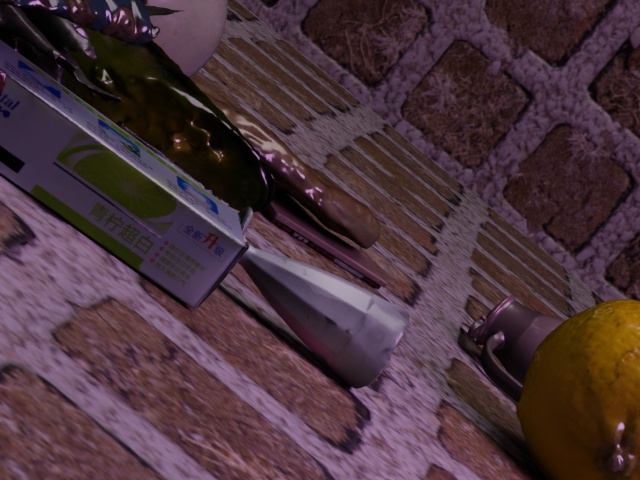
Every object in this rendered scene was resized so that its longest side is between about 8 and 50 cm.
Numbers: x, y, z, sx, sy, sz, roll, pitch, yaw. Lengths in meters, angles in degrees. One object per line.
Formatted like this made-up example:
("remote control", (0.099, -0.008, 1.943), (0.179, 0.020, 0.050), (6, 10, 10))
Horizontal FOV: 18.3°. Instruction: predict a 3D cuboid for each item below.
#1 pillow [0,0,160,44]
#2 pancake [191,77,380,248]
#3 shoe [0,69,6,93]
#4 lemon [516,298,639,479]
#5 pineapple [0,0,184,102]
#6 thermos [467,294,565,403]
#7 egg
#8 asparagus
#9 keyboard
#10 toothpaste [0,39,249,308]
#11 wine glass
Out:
("pillow", (-0.225, -0.217, 1.328), (0.255, 0.034, 0.189), (7, 42, -55))
("pancake", (-0.064, -0.093, 2.034), (0.294, 0.049, 0.294), (34, 3, -2))
("shoe", (-0.244, -0.093, 1.148), (0.125, 0.099, 0.227), (31, 7, -31))
("lemon", (0.273, 0.150, 1.782), (0.192, 0.192, 0.231), (39, 21, 1))
("pineapple", (-0.285, -0.222, 1.469), (0.364, 0.165, 0.165), (40, 8, -7))
("thermos", (0.242, 0.138, 2.068), (0.193, 0.105, 0.137), (38, 39, 18))
("egg", (-0.187, -0.238, 1.854), (0.183, 0.183, 0.217), (44, -6, 28))
("asparagus", (-0.191, -0.148, 1.650), (0.382, 0.108, 0.128), (45, 9, 28))
("keyboard", (0.000, 0.000, 1.999), (0.166, 0.017, 0.055), (33, 15, -37))
("toothpaste", (-0.202, -0.080, 1.381), (0.336, 0.067, 0.081), (36, 9, -16))
("wine glass", (-0.014, 0.044, 1.532), (0.155, 0.073, 0.073), (34, 9, -10))
